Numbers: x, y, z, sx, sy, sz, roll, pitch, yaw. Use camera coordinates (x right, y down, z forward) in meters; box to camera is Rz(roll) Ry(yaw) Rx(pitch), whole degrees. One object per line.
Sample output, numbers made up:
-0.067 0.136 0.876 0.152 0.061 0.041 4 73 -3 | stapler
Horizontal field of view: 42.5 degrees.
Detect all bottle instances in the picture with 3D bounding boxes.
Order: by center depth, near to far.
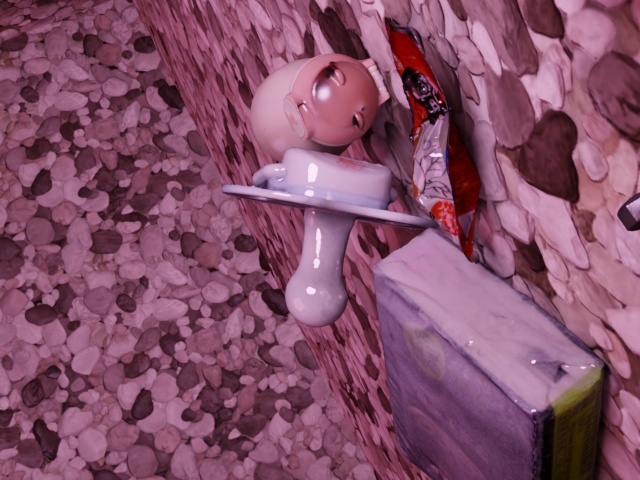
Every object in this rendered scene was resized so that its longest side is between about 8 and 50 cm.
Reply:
0.000 -0.177 1.092 0.148 0.147 0.236 66 165 -8 | bottle

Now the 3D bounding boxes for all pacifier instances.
0.000 0.000 1.077 0.238 0.287 0.226 -179 100 -68 | pacifier

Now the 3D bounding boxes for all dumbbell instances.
0.258 0.000 0.613 0.083 0.036 0.040 61 169 17 | dumbbell

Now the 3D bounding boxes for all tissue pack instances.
0.204 0.212 1.019 0.288 0.124 0.394 43 156 41 | tissue pack

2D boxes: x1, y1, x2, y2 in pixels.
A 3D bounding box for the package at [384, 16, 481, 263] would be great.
0.124 -0.112 0.903 0.194 0.071 0.269 -133 27 -71 | package
